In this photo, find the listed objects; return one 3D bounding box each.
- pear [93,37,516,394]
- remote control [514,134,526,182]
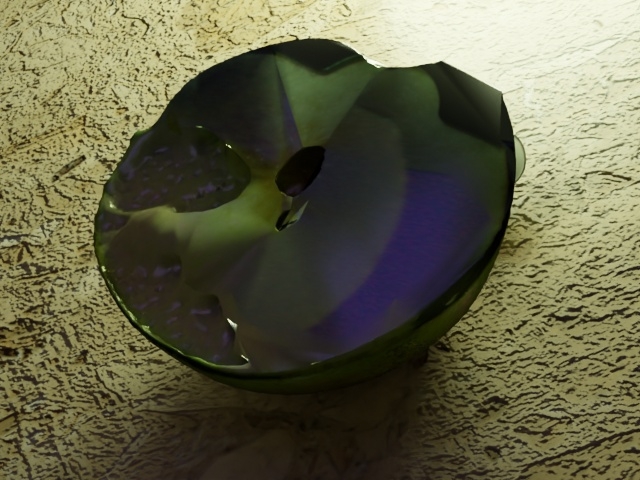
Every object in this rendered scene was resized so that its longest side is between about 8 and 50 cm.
[{"bbox_3d":[-0.002,0.005,1.640,0.399,0.165,0.399,-10,49,12],"label":"pear"},{"bbox_3d":[0.093,-0.055,1.766,0.229,0.044,0.073,-15,61,18],"label":"remote control"}]
